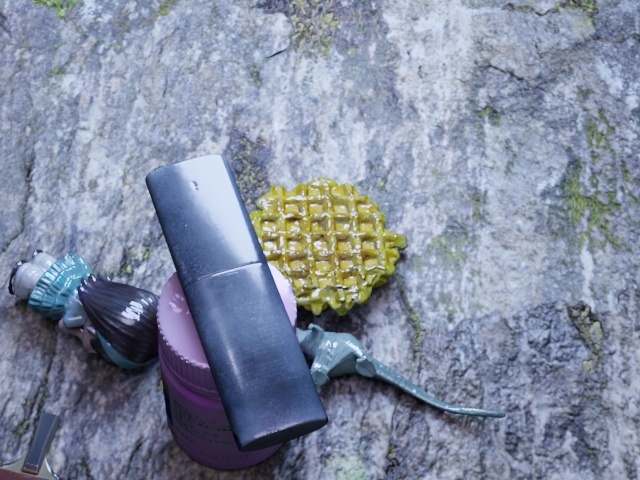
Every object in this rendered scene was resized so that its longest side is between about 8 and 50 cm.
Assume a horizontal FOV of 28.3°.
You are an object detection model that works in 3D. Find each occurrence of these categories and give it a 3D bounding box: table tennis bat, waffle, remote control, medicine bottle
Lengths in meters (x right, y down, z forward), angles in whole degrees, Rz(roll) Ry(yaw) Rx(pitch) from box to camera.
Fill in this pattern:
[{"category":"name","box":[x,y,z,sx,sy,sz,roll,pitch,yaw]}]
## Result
[{"category":"table tennis bat","box":[-0.388,0.326,1.655,0.130,0.019,0.220,12,59,5]},{"category":"waffle","box":[0.000,0.000,1.845,0.243,0.059,0.238,37,54,21]},{"category":"remote control","box":[-0.103,0.062,1.479,0.107,0.044,0.378,-14,60,-16]},{"category":"medicine bottle","box":[-0.117,0.158,1.617,0.178,0.291,0.178,1,57,-1]}]

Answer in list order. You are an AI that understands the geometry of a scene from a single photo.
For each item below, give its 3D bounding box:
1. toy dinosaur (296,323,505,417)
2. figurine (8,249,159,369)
[{"category":"toy dinosaur","box":[0.056,0.181,1.724,0.383,0.076,0.129,31,21,13]},{"category":"figurine","box":[-0.310,0.089,1.764,0.245,0.110,0.138,28,36,20]}]
